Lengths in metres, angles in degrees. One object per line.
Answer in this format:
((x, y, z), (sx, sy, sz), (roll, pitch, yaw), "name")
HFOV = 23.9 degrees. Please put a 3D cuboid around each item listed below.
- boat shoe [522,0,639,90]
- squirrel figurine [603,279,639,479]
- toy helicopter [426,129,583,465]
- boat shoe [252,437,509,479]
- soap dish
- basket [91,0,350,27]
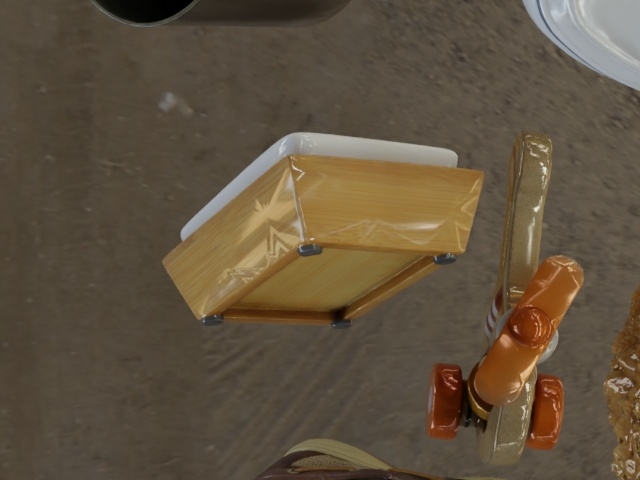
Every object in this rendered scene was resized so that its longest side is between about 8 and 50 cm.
((0.223, -0.090, 0.722), (0.258, 0.084, 0.095), (14, 114, -9), "boat shoe")
((0.343, 0.048, 0.974), (0.397, 0.281, 0.370), (-21, 62, 30), "squirrel figurine")
((0.203, 0.058, 1.578), (0.140, 0.235, 0.355), (7, 85, 0), "toy helicopter")
((0.089, 0.274, 1.420), (0.342, 0.123, 0.123), (16, 100, 25), "boat shoe")
((0.000, 0.000, 1.562), (0.291, 0.229, 0.118), (-36, 57, 53), "soap dish")
((-0.066, -0.238, 1.122), (0.154, 0.227, 0.204), (-12, 81, 28), "basket")
